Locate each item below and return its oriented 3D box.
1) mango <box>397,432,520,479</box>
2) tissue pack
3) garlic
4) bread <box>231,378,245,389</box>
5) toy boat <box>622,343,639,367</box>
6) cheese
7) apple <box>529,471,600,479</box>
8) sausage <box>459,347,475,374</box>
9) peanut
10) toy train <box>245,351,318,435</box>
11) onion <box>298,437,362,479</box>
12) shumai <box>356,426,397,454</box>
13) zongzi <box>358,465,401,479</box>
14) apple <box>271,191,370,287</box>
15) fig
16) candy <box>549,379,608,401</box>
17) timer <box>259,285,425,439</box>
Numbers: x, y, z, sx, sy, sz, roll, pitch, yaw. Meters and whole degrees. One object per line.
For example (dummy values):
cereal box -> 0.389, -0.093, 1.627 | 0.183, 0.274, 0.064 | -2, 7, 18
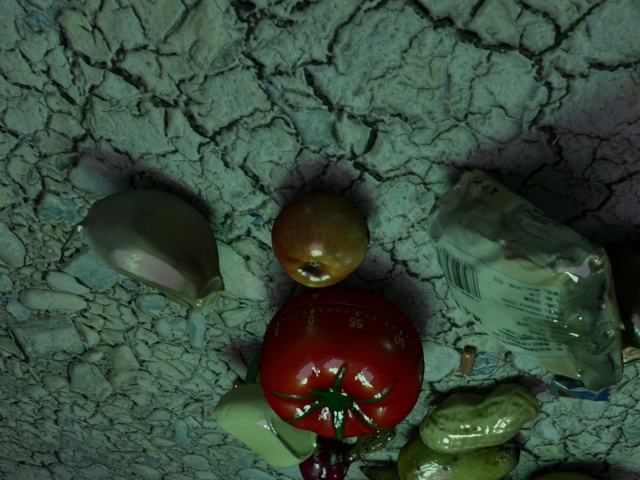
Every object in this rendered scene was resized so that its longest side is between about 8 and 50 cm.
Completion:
mango -> 0.374, 0.601, 1.995 | 0.329, 0.176, 0.177 | -7, 157, -2
tissue pack -> 0.380, 0.081, 1.354 | 0.375, 0.195, 0.390 | 39, 160, 44
garlic -> -0.379, 0.028, 1.588 | 0.339, 0.246, 0.231 | 18, 150, -17
bread -> -0.210, 0.427, 2.068 | 0.083, 0.036, 0.047 | 27, 132, -14
toy boat -> 0.685, 0.250, 1.598 | 0.088, 0.089, 0.229 | 46, 126, -9
cheese -> -0.138, 0.473, 1.869 | 0.233, 0.127, 0.266 | -15, 125, 39
apple -> 0.670, 0.798, 1.975 | 0.339, 0.340, 0.340 | 8, 135, 8
sausage -> 0.358, 0.294, 1.775 | 0.034, 0.034, 0.083 | 7, 134, 9
peanut -> 0.401, 0.448, 1.846 | 0.325, 0.140, 0.153 | -30, 78, 28
toy train -> -0.057, 0.415, 1.956 | 0.202, 0.120, 0.301 | -8, 131, 27
onion -> 0.029, 0.670, 2.168 | 0.198, 0.135, 0.173 | -16, 130, 26
shumai -> 0.167, 0.532, 2.010 | 0.105, 0.123, 0.139 | 12, 123, -11
zongzi -> 0.358, 0.822, 2.222 | 0.431, 0.208, 0.403 | 12, 152, 33
apple -> 0.000, 0.000, 1.495 | 0.209, 0.164, 0.210 | 8, 138, 7
fig -> 0.596, 0.119, 1.392 | 0.195, 0.245, 0.195 | -4, 136, -4
candy -> 0.623, 0.361, 1.767 | 0.136, 0.038, 0.088 | 1, 148, 24
timer -> 0.050, 0.276, 1.673 | 0.377, 0.279, 0.378 | 6, 134, 7
